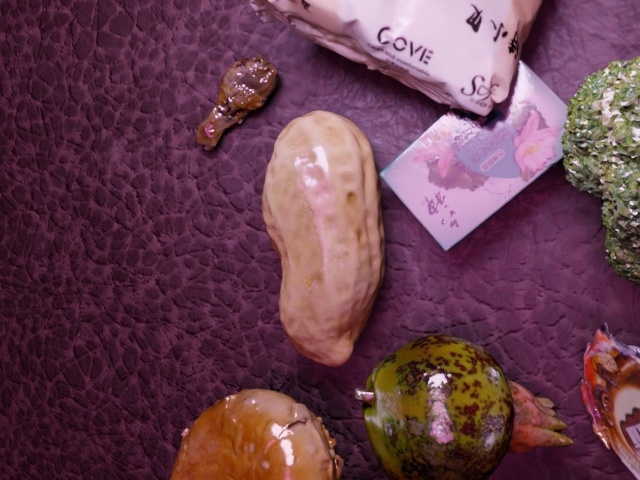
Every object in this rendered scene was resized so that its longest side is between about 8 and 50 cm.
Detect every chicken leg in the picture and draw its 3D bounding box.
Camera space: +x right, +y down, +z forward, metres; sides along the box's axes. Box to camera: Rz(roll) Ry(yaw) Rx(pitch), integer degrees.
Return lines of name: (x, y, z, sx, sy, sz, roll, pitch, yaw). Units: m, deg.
chicken leg: (-0.151, -0.235, 0.866, 0.085, 0.069, 0.198, 40, 113, -11)

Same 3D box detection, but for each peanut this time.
peanut: (0.000, 0.000, 0.762, 0.192, 0.169, 0.387, -1, 93, 35)

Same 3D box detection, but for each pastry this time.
pastry: (-0.093, 0.388, 0.802, 0.315, 0.184, 0.284, -43, 57, 20)

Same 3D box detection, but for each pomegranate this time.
pomegranate: (0.194, 0.227, 0.702, 0.276, 0.222, 0.204, -20, 77, -13)

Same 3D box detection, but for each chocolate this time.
chocolate: (0.445, 0.198, 0.630, 0.147, 0.221, 0.221, -19, 86, -8)

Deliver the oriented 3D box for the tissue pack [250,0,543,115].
tissue pack: (0.121, -0.386, 0.664, 0.375, 0.195, 0.390, 21, 79, 3)

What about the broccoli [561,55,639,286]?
broccoli: (0.463, -0.076, 0.514, 0.413, 0.321, 0.310, 26, 84, 6)

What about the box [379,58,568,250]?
box: (0.227, -0.117, 0.716, 0.245, 0.092, 0.153, -43, 79, 16)
